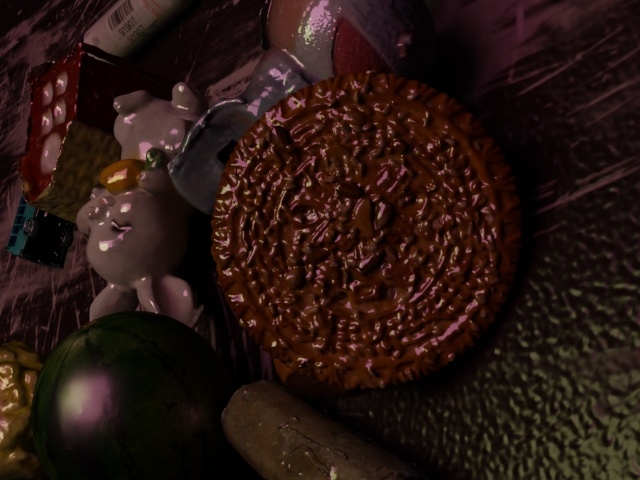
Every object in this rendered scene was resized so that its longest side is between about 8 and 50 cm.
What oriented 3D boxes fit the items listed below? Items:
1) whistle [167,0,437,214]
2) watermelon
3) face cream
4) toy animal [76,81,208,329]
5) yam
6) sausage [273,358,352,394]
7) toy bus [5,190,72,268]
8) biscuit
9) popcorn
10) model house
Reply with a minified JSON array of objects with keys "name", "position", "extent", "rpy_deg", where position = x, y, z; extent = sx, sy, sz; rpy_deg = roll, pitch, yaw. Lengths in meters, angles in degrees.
[{"name":"whistle","position":[-0.007,-0.158,1.065],"extent":[0.348,0.189,0.189],"rpy_deg":[-47,39,-5]},{"name":"watermelon","position":[-0.208,0.200,1.194],"extent":[0.242,0.242,0.242],"rpy_deg":[-24,57,43]},{"name":"face cream","position":[-0.268,-0.363,1.637],"extent":[0.269,0.082,0.082],"rpy_deg":[-30,53,41]},{"name":"toy animal","position":[-0.216,-0.033,1.357],"extent":[0.208,0.154,0.325],"rpy_deg":[-11,76,29]},{"name":"yam","position":[0.005,0.222,1.042],"extent":[0.259,0.106,0.106],"rpy_deg":[25,94,54]},{"name":"sausage","position":[0.002,0.002,1.130],"extent":[0.112,0.112,0.328],"rpy_deg":[-25,56,43]},{"name":"toy bus","position":[-0.454,-0.039,1.727],"extent":[0.092,0.079,0.160],"rpy_deg":[1,75,50]},{"name":"biscuit","position":[0.039,-0.007,0.991],"extent":[0.305,0.038,0.305],"rpy_deg":[1,95,10]},{"name":"popcorn","position":[-0.469,0.268,1.509],"extent":[0.259,0.212,0.259],"rpy_deg":[-3,66,7]},{"name":"model house","position":[-0.314,-0.124,1.502],"extent":[0.160,0.196,0.254],"rpy_deg":[-25,57,40]}]
